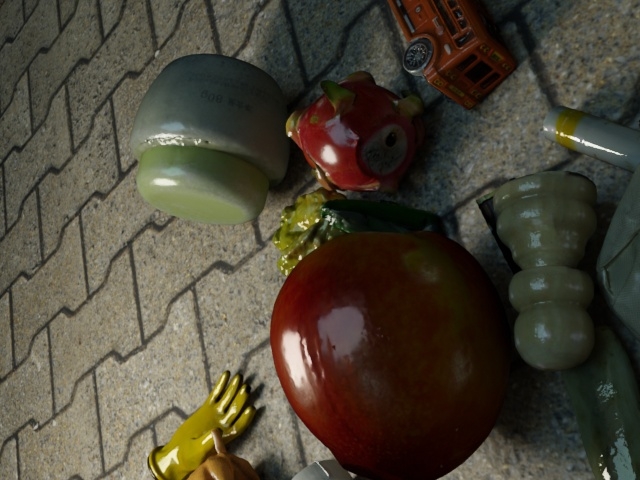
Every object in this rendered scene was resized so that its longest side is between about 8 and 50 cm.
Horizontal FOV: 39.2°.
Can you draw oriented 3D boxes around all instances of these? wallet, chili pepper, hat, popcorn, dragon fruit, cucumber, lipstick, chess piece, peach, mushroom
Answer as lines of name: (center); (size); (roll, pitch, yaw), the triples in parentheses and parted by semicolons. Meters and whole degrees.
wallet: (0.468, 0.037, 1.110); (0.335, 0.068, 0.274); (53, 140, 37)
chili pepper: (0.103, -0.019, 1.541); (0.216, 0.062, 0.108); (17, 91, 7)
hat: (-0.200, 0.474, 1.723); (0.234, 0.244, 0.233); (-14, 64, 13)
popcorn: (0.005, -0.001, 1.651); (0.197, 0.156, 0.197); (-48, 31, 42)
dragon fruit: (0.066, -0.185, 1.584); (0.227, 0.224, 0.224); (44, 114, 48)
cucumber: (0.307, 0.012, 1.344); (0.074, 0.074, 0.241); (-44, 53, 34)
lipstick: (0.425, -0.128, 1.247); (0.264, 0.059, 0.059); (33, 106, 48)
chess piece: (0.313, 0.047, 1.218); (0.143, 0.143, 0.260); (-24, 57, 45)
peach: (0.106, 0.168, 1.325); (0.388, 0.388, 0.388); (-16, 69, 47)
mushroom: (0.394, 0.264, 1.174); (0.100, 0.081, 0.312); (-35, 51, 36)

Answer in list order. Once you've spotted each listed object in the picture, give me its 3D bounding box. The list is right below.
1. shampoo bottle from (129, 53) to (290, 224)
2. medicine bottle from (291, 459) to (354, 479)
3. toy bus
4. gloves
shampoo bottle: (-0.220, -0.209, 1.831); (0.322, 0.322, 0.317); (-6, 70, 49)
medicine bottle: (0.047, 0.491, 1.476); (0.252, 0.145, 0.144); (43, 113, 44)
toy bus: (0.198, -0.388, 1.526); (0.153, 0.143, 0.329); (-38, 52, 26)
gloves: (-0.237, 0.390, 1.883); (0.294, 0.116, 0.133); (-50, 58, 22)
